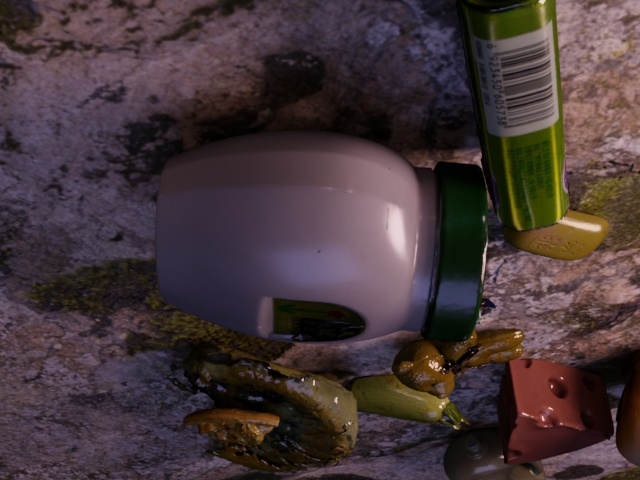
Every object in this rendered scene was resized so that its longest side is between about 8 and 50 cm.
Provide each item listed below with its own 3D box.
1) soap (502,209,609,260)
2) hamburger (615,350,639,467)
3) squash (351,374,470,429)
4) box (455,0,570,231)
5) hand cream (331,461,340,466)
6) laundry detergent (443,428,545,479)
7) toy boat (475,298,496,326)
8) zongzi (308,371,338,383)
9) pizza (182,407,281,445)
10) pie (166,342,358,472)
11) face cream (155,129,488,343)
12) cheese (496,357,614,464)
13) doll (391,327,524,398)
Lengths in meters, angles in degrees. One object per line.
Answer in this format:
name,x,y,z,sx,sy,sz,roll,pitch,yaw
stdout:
soap,0.310,-0.011,1.310,0.140,0.045,0.089,12,138,-19
hamburger,0.549,0.266,1.571,0.148,0.236,0.236,13,148,18
squash,0.156,0.266,1.660,0.200,0.075,0.090,9,129,21
box,0.202,-0.160,1.023,0.097,0.134,0.345,-12,142,8
hand cream,-0.003,0.403,1.883,0.035,0.022,0.102,-26,134,36
laundry detergent,0.321,0.425,1.871,0.181,0.091,0.253,-16,142,16
toy boat,0.228,0.112,1.482,0.038,0.038,0.083,29,135,-36
zongzi,-0.021,0.244,1.642,0.083,0.040,0.076,7,142,-21
pizza,-0.136,0.298,1.574,0.160,0.035,0.099,1,141,17
pie,-0.082,0.285,1.632,0.297,0.078,0.371,2,143,14
face cream,0.000,0.000,1.149,0.357,0.219,0.312,4,152,0
cheese,0.355,0.298,1.668,0.203,0.128,0.177,14,140,-23
doll,0.216,0.189,1.537,0.210,0.097,0.137,-13,161,6
